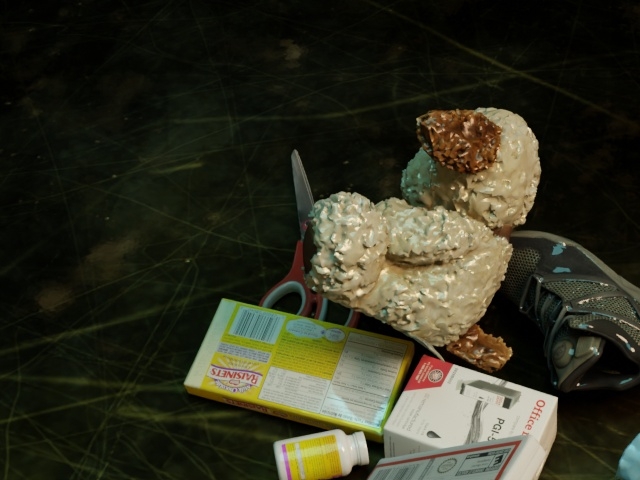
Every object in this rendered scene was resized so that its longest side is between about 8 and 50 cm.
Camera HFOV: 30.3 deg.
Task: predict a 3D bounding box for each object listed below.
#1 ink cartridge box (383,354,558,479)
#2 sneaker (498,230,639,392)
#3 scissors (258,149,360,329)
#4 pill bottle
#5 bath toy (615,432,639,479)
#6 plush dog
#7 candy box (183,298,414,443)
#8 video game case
[{"bbox_3d":[0.138,0.173,1.081,0.135,0.056,0.099,16,48,21],"label":"ink cartridge box"},{"bbox_3d":[0.232,0.068,1.140,0.227,0.087,0.130,36,36,29],"label":"sneaker"},{"bbox_3d":[0.000,0.000,1.300,0.109,0.021,0.297,0,44,9],"label":"scissors"},{"bbox_3d":[0.001,0.198,1.080,0.083,0.043,0.043,-11,45,-4],"label":"pill bottle"},{"bbox_3d":[0.400,0.262,0.917,0.348,0.129,0.151,36,92,35],"label":"bath toy"},{"bbox_3d":[0.128,-0.020,1.114,0.211,0.262,0.225,29,97,15],"label":"plush dog"},{"bbox_3d":[-0.020,0.125,1.158,0.206,0.027,0.105,12,60,17],"label":"candy box"},{"bbox_3d":[0.041,0.271,0.924,0.204,0.025,0.285,-24,20,53],"label":"video game case"}]
